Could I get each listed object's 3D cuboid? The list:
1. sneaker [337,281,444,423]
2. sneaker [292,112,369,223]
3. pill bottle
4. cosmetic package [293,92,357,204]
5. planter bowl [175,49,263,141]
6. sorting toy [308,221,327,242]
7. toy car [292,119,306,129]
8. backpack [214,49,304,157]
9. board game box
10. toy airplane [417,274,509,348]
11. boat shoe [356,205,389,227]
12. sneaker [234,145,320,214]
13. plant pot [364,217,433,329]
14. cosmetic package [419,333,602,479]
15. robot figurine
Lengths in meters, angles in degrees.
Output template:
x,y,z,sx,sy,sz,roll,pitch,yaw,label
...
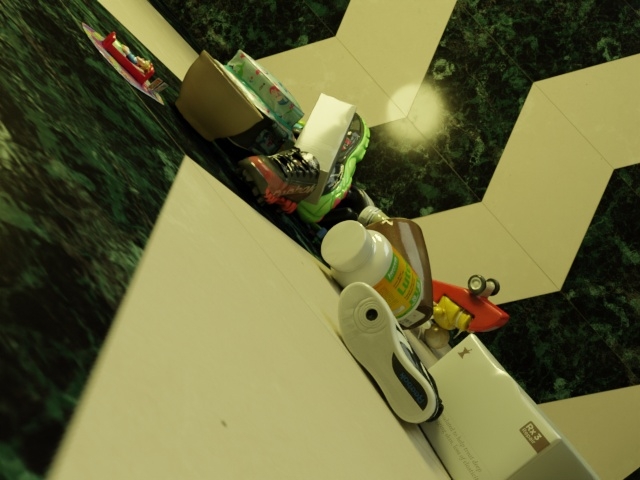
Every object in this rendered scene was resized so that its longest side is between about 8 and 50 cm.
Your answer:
x,y,z,sx,sy,sz,roll,pitch,yaw,label
0.100,0.169,0.840,0.217,0.079,0.121,62,8,28,sneaker
-0.001,-0.251,1.547,0.202,0.185,0.483,41,34,-18,sneaker
0.106,0.063,1.208,0.245,0.136,0.136,44,8,-44,pill bottle
-0.003,-0.214,1.337,0.107,0.127,0.238,19,52,-1,cosmetic package
-0.199,-0.254,1.076,0.162,0.109,0.162,48,6,-7,planter bowl
0.000,0.000,1.340,0.102,0.042,0.061,39,-15,27,sorting toy
-0.122,-0.387,2.187,0.136,0.181,0.159,-106,170,-65,toy car
-0.152,-0.284,1.303,0.225,0.191,0.253,48,1,19,backpack
-0.301,-0.289,0.916,0.133,0.033,0.168,51,5,9,board game box
0.386,0.224,1.943,0.385,0.273,0.384,12,0,-7,toy airplane
0.157,0.031,1.608,0.094,0.109,0.302,34,-25,28,boat shoe
-0.073,-0.129,1.115,0.098,0.135,0.276,53,8,11,sneaker
0.193,0.100,1.450,0.215,0.215,0.231,43,23,-48,plant pot
0.314,0.344,0.916,0.385,0.156,0.217,44,8,-35,cosmetic package
0.083,-0.061,1.686,0.173,0.209,0.278,34,-1,27,robot figurine
